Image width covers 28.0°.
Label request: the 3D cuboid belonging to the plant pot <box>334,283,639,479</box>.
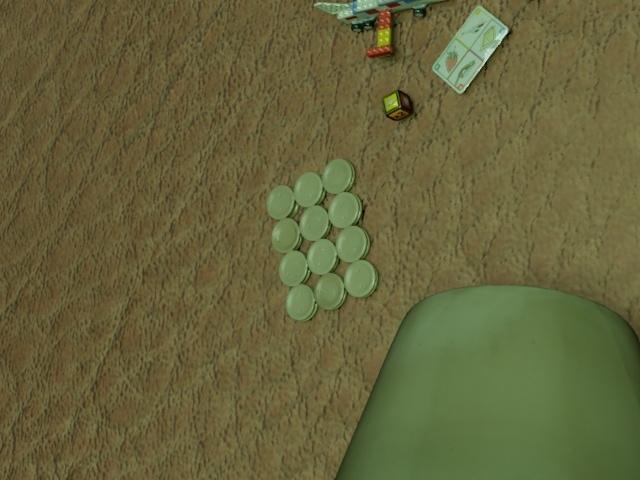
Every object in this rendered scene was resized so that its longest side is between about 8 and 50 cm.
[{"bbox_3d":[0.143,0.197,0.968,0.323,0.323,0.280,-11,57,35],"label":"plant pot"}]

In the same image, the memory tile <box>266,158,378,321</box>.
[{"bbox_3d":[0.000,0.000,1.277,0.113,0.012,0.148,-24,67,31],"label":"memory tile"}]

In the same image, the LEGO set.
[{"bbox_3d":[0.107,-0.240,1.223,0.244,0.060,0.182,-54,50,16],"label":"LEGO set"}]
